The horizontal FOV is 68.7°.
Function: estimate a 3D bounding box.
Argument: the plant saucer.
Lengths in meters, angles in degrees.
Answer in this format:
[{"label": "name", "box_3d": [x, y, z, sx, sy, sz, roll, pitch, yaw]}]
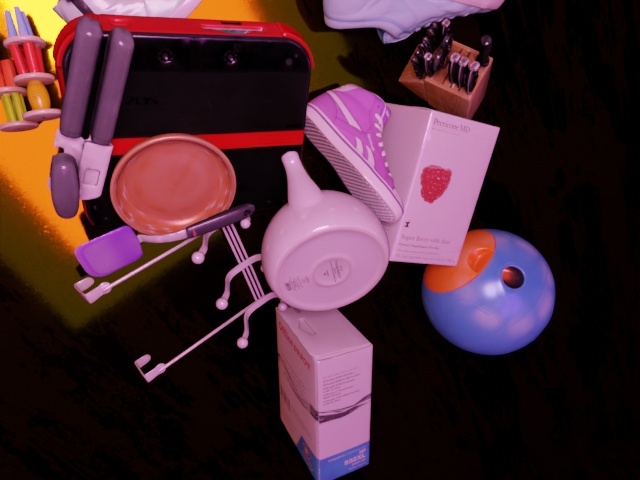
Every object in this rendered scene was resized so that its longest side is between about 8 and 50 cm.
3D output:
[{"label": "plant saucer", "box_3d": [-0.242, -0.091, 0.780, 0.200, 0.037, 0.199, -15, 134, -16]}]

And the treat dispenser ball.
[{"label": "treat dispenser ball", "box_3d": [0.380, 0.116, 1.076, 0.288, 0.288, 0.288, -9, 113, -22]}]

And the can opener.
[{"label": "can opener", "box_3d": [-0.318, -0.150, 0.642, 0.076, 0.095, 0.283, 8, 132, -32]}]

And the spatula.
[{"label": "spatula", "box_3d": [-0.252, -0.010, 0.799, 0.297, 0.030, 0.084, -18, 138, -14]}]

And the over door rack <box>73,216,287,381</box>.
[{"label": "over door rack", "box_3d": [-0.237, 0.117, 0.878, 0.324, 0.108, 0.239, -27, 125, -14]}]

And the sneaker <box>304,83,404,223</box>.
[{"label": "sneaker", "box_3d": [0.099, -0.177, 0.881, 0.161, 0.102, 0.282, -35, 85, -17]}]

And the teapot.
[{"label": "teapot", "box_3d": [0.000, 0.000, 0.894, 0.253, 0.187, 0.256, 16, 123, -29]}]

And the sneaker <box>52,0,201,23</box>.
[{"label": "sneaker", "box_3d": [-0.268, -0.383, 0.686, 0.256, 0.094, 0.151, -46, 128, 0]}]

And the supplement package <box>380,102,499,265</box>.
[{"label": "supplement package", "box_3d": [0.206, -0.116, 0.971, 0.178, 0.175, 0.292, 5, 107, -26]}]

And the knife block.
[{"label": "knife block", "box_3d": [0.277, -0.304, 0.894, 0.276, 0.242, 0.088, 25, 98, -31]}]

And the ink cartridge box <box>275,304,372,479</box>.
[{"label": "ink cartridge box", "box_3d": [0.002, 0.311, 1.011, 0.129, 0.223, 0.307, -10, 113, -23]}]

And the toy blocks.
[{"label": "toy blocks", "box_3d": [-0.433, -0.241, 0.669, 0.054, 0.123, 0.148, -22, 103, -58]}]

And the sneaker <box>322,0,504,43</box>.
[{"label": "sneaker", "box_3d": [0.168, -0.445, 0.868, 0.366, 0.135, 0.150, -4, 149, -21]}]

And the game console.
[{"label": "game console", "box_3d": [-0.206, -0.185, 0.784, 0.387, 0.060, 0.341, -8, 132, -22]}]
